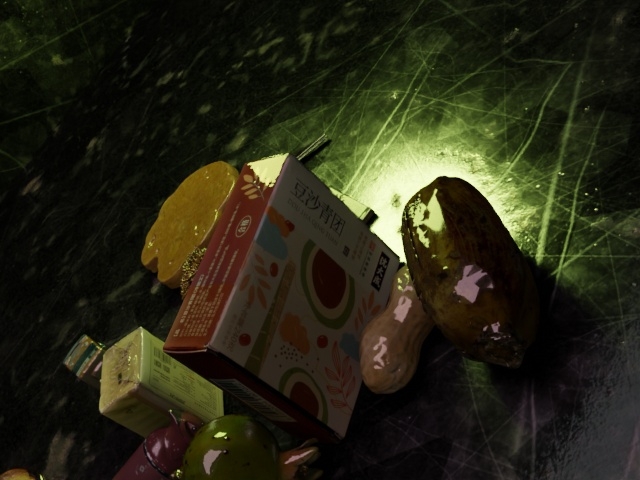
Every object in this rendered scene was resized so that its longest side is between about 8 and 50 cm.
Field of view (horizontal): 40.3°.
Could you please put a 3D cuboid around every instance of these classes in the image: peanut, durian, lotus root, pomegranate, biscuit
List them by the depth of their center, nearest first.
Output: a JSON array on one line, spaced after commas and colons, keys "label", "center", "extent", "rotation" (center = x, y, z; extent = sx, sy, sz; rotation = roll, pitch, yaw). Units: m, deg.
[{"label": "lotus root", "center": [0.245, 0.045, 1.414], "extent": [0.179, 0.196, 0.397], "rotation": [-43, 35, 25]}, {"label": "pomegranate", "center": [-0.126, 0.383, 1.488], "extent": [0.246, 0.198, 0.198], "rotation": [-35, 38, 14]}, {"label": "peanut", "center": [0.141, 0.143, 1.511], "extent": [0.117, 0.101, 0.263], "rotation": [17, 68, 31]}, {"label": "durian", "center": [-0.237, 0.090, 1.913], "extent": [0.137, 0.168, 0.158], "rotation": [19, 88, 34]}, {"label": "biscuit", "center": [-0.324, -0.040, 2.184], "extent": [0.312, 0.057, 0.351], "rotation": [0, 59, 51]}]

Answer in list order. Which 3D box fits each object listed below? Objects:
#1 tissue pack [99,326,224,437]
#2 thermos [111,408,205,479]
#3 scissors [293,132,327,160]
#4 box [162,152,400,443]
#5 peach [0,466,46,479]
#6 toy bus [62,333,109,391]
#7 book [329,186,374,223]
[{"label": "tissue pack", "center": [-0.309, 0.301, 1.712], "extent": [0.125, 0.234, 0.159], "rotation": [-36, 37, 18]}, {"label": "thermos", "center": [-0.316, 0.461, 1.638], "extent": [0.136, 0.109, 0.330], "rotation": [46, 107, 21]}, {"label": "scissors", "center": [-0.106, -0.157, 2.112], "extent": [0.317, 0.024, 0.160], "rotation": [-37, 35, 16]}, {"label": "box", "center": [-0.049, 0.106, 1.532], "extent": [0.122, 0.344, 0.385], "rotation": [-8, 51, 43]}, {"label": "peach", "center": [-0.703, 0.622, 1.963], "extent": [0.279, 0.068, 0.189], "rotation": [-28, 48, 22]}, {"label": "toy bus", "center": [-0.466, 0.294, 1.926], "extent": [0.103, 0.182, 0.091], "rotation": [23, 74, 51]}, {"label": "book", "center": [0.000, 0.000, 1.856], "extent": [0.228, 0.024, 0.160], "rotation": [-51, 38, -5]}]
